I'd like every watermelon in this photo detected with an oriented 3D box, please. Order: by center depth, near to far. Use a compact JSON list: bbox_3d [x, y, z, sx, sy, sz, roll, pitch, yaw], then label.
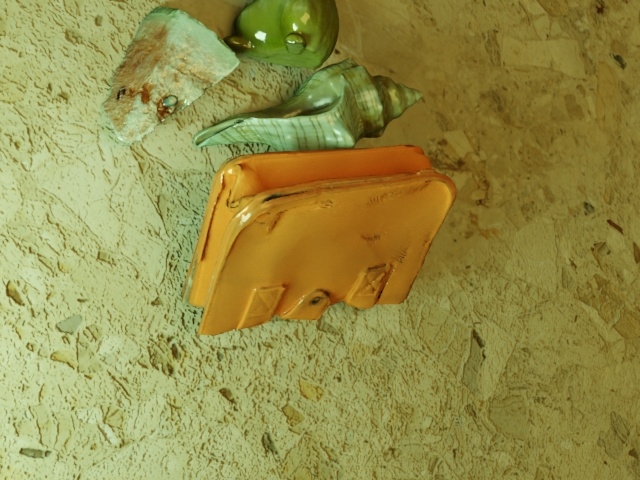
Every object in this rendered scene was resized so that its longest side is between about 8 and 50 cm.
[{"bbox_3d":[-0.247,-0.244,1.551,0.154,0.094,0.241,41,70,-18],"label":"watermelon"}]

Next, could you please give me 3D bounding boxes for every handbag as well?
[{"bbox_3d":[0.000,0.000,1.595,0.410,0.116,0.303,-7,133,-32],"label":"handbag"}]

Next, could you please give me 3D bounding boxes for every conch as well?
[{"bbox_3d":[-0.001,-0.183,1.653,0.386,0.203,0.169,-30,106,-15],"label":"conch"}]

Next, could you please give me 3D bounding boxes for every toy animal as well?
[{"bbox_3d":[-0.059,-0.460,1.626,0.180,0.181,0.363,-7,94,-42],"label":"toy animal"}]
